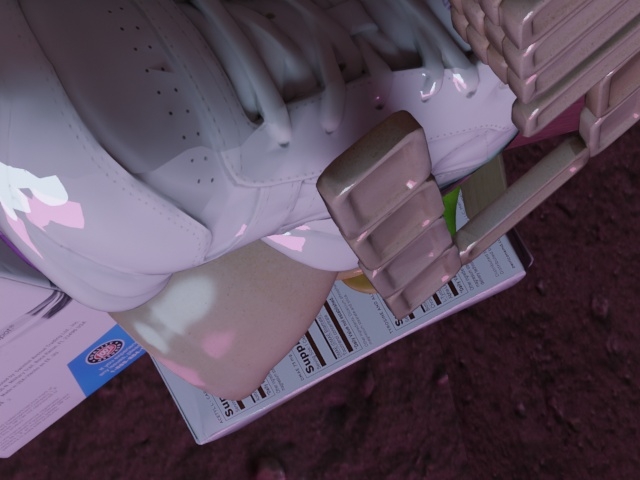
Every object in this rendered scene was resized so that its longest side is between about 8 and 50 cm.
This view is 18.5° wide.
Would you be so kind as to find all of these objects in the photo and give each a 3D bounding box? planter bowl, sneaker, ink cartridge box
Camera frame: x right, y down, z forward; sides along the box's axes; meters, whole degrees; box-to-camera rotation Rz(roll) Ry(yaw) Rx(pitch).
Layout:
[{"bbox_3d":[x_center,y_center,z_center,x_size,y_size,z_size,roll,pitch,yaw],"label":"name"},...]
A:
[{"bbox_3d":[-0.048,-0.021,0.930,0.109,0.162,0.162,-42,173,13],"label":"planter bowl"},{"bbox_3d":[-0.013,-0.062,0.616,0.152,0.114,0.305,-36,169,23],"label":"sneaker"},{"bbox_3d":[-0.183,0.032,0.948,0.139,0.082,0.190,-37,149,23],"label":"ink cartridge box"}]

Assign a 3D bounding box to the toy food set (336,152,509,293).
[{"bbox_3d":[0.014,-0.034,1.010,0.192,0.132,0.038,-17,160,29],"label":"toy food set"}]

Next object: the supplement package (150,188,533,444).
[{"bbox_3d":[0.000,0.000,1.143,0.203,0.149,0.194,-28,177,8],"label":"supplement package"}]

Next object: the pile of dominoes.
[{"bbox_3d":[0.076,-0.067,0.575,0.196,0.040,0.251,-40,169,-2],"label":"pile of dominoes"}]
